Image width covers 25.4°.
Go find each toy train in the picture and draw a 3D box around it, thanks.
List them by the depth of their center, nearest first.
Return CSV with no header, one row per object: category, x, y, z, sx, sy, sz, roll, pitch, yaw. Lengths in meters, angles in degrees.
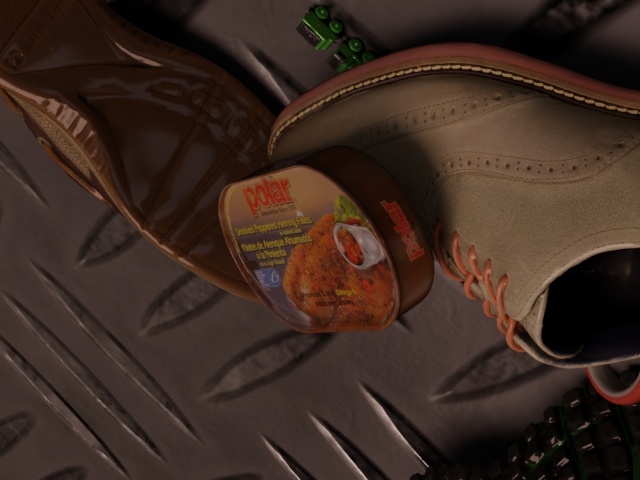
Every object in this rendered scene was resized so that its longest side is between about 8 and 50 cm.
toy train,0.018,-0.113,0.894,0.083,0.024,0.017,45,142,-2

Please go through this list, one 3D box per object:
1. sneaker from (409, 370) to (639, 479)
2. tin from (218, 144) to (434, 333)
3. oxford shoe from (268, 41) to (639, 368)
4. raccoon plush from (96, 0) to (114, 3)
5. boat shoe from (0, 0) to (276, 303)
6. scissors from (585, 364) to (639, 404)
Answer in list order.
sneaker,0.188,0.195,0.982,0.146,0.134,0.343,29,144,-24
tin,0.000,0.000,0.837,0.106,0.040,0.190,59,155,-11
oxford shoe,0.109,-0.014,0.792,0.397,0.146,0.140,4,145,41
raccoon plush,-0.110,-0.343,0.727,0.299,0.216,0.446,20,109,47
boat shoe,-0.134,-0.081,1.006,0.342,0.123,0.123,37,172,-1
scissors,0.221,0.049,0.780,0.297,0.021,0.109,-1,103,66
